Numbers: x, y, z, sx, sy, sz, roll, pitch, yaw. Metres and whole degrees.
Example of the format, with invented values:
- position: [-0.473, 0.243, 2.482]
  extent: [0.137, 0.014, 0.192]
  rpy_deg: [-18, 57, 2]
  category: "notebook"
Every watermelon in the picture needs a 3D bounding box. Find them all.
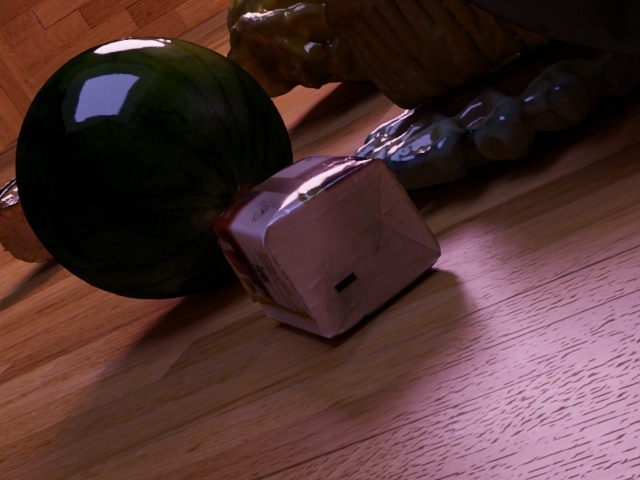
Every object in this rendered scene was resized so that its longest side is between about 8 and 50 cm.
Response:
- position: [-0.147, -0.064, 1.476]
  extent: [0.242, 0.242, 0.242]
  rpy_deg: [-32, 13, 8]
  category: "watermelon"

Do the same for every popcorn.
- position: [-0.006, -0.253, 1.957]
  extent: [0.225, 0.173, 0.286]
  rpy_deg: [-24, 15, 1]
  category: "popcorn"

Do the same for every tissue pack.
- position: [0.000, -0.001, 1.191]
  extent: [0.106, 0.099, 0.149]
  rpy_deg: [-36, 12, -13]
  category: "tissue pack"

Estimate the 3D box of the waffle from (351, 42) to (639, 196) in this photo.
- position: [0.166, -0.127, 1.351]
  extent: [0.292, 0.056, 0.309]
  rpy_deg: [-20, 17, 45]
  category: "waffle"

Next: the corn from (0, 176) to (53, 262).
- position: [-0.329, -0.075, 2.211]
  extent: [0.122, 0.123, 0.305]
  rpy_deg: [-56, -1, 33]
  category: "corn"

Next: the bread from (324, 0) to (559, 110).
- position: [0.132, -0.216, 1.330]
  extent: [0.253, 0.142, 0.227]
  rpy_deg: [-18, 25, 41]
  category: "bread"

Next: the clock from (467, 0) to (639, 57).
- position: [0.211, -0.275, 1.174]
  extent: [0.386, 0.386, 0.076]
  rpy_deg: [-43, -24, -37]
  category: "clock"
